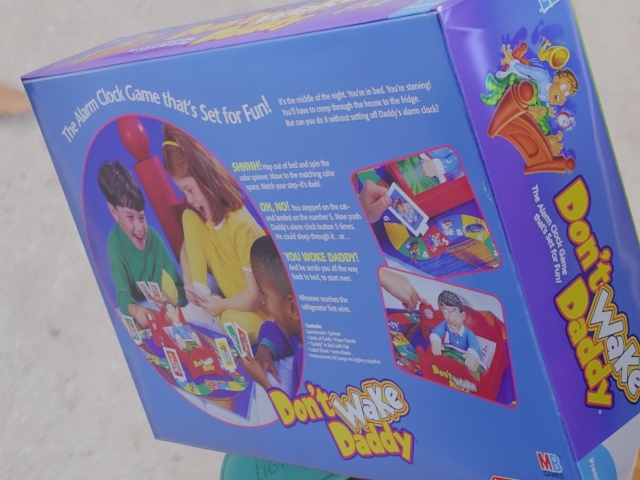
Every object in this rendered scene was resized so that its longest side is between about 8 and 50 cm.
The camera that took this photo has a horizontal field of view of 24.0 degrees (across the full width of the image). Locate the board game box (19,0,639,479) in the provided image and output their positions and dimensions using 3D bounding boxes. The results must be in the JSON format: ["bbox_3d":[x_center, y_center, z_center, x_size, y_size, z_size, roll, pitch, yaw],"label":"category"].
[{"bbox_3d":[0.000,0.000,0.764,0.078,0.347,0.233,-29,108,-35],"label":"board game box"}]

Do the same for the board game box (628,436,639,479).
[{"bbox_3d":[0.308,0.136,0.335,0.356,0.356,0.356,16,88,-29],"label":"board game box"}]

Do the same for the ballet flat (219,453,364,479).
[{"bbox_3d":[0.094,0.119,1.031,0.139,0.400,0.139,24,51,-33],"label":"ballet flat"}]
